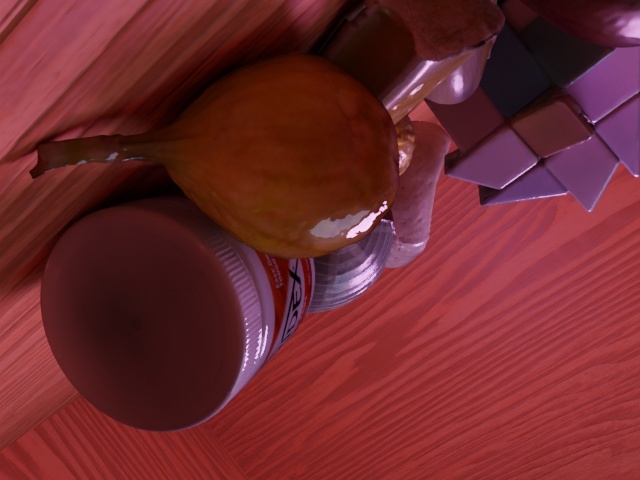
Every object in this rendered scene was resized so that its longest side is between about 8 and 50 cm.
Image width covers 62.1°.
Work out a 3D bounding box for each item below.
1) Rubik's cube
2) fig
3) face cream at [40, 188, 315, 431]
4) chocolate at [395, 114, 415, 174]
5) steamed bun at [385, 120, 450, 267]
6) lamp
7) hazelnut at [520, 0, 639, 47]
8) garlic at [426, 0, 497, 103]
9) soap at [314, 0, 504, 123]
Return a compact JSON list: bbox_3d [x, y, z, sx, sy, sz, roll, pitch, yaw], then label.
[{"bbox_3d":[0.384,-0.253,0.967,0.387,0.368,0.358,-39,-164,32],"label":"Rubik's cube"},{"bbox_3d":[-0.064,-0.057,0.378,0.257,0.159,0.159,-8,159,-41],"label":"fig"},{"bbox_3d":[-0.124,0.050,0.519,0.201,0.201,0.187,-38,179,21],"label":"face cream"},{"bbox_3d":[0.094,-0.164,0.901,0.134,0.134,0.309,-38,176,6],"label":"chocolate"},{"bbox_3d":[0.175,-0.136,1.365,0.247,0.236,0.383,117,-10,-66],"label":"steamed bun"},{"bbox_3d":[0.000,0.000,0.869,0.266,0.232,0.233,-7,169,-19],"label":"lamp"},{"bbox_3d":[0.256,-0.266,0.472,0.208,0.208,0.208,-38,180,0],"label":"hazelnut"},{"bbox_3d":[0.157,-0.239,0.631,0.129,0.148,0.266,-1,-167,12],"label":"garlic"},{"bbox_3d":[0.038,-0.146,0.552,0.173,0.089,0.274,-38,-179,-39],"label":"soap"}]
